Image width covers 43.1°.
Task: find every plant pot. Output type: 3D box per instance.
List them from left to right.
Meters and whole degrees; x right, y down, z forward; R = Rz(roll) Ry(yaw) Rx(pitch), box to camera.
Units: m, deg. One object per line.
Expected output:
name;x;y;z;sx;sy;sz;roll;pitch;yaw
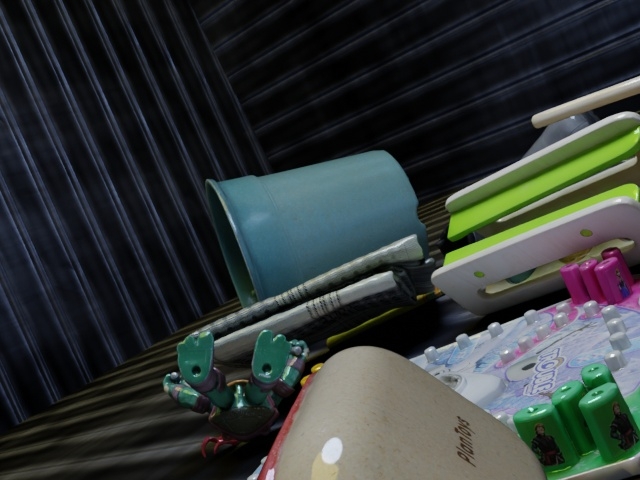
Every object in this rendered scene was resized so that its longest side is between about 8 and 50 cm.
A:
plant pot;0.000;0.000;1.506;0.334;0.341;0.341;-18;1;-12

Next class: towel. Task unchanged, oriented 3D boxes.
towel;0.011;0.104;1.106;0.324;0.056;0.312;-25;-16;5
towel;0.117;0.105;1.291;0.237;0.021;0.102;-27;2;6

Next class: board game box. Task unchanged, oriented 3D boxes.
board game box;0.088;0.138;0.708;0.390;0.050;0.390;-26;3;24

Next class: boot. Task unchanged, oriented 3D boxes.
boot;0.306;-0.060;1.258;0.222;0.118;0.338;-29;-22;-15

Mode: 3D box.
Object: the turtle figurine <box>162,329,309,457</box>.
turtle figurine;-0.089;0.169;0.925;0.175;0.118;0.234;-17;-24;-9

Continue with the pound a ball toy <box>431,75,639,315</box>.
pound a ball toy;0.291;-0.051;0.910;0.319;0.135;0.208;-28;37;47

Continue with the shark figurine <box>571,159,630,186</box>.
shark figurine;0.327;-0.030;1.128;0.166;0.116;0.278;21;46;38

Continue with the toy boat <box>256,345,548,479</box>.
toy boat;0.026;0.157;0.392;0.151;0.151;0.231;-57;-3;10
